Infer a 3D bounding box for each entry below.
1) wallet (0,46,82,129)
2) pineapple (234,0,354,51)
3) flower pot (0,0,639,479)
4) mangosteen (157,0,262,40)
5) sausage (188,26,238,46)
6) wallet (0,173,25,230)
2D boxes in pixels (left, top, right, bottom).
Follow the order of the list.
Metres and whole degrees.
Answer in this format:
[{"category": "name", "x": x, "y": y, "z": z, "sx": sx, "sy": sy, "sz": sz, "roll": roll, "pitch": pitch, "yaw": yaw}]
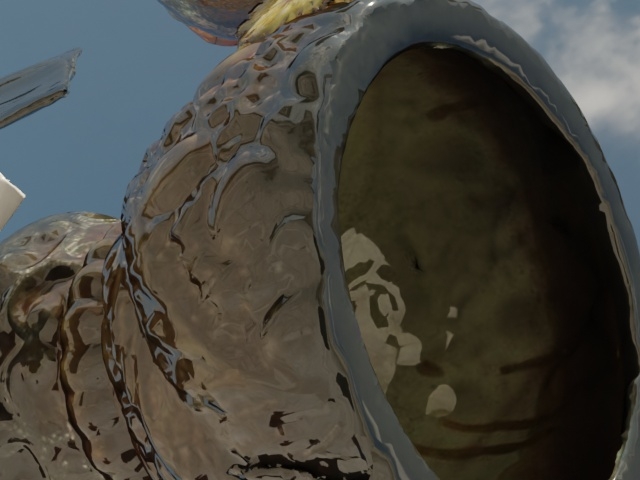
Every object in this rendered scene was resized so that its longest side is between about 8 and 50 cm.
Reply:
[{"category": "wallet", "x": -0.361, "y": -0.127, "z": 1.382, "sx": 0.247, "sy": 0.323, "sz": 0.041, "roll": -25, "pitch": -74, "yaw": 0}, {"category": "pineapple", "x": 0.035, "y": -0.151, "z": 1.044, "sx": 0.176, "sy": 0.161, "sz": 0.137, "roll": -41, "pitch": -70, "yaw": 0}, {"category": "flower pot", "x": -0.019, "y": 0.048, "z": 0.634, "sx": 0.267, "sy": 0.266, "sz": 0.267, "roll": -18, "pitch": -83, "yaw": 39}, {"category": "mangosteen", "x": -0.078, "y": -0.318, "z": 1.216, "sx": 0.300, "sy": 0.300, "sz": 0.300, "roll": 12, "pitch": -67, "yaw": 29}, {"category": "sausage", "x": 0.003, "y": -0.284, "z": 1.464, "sx": 0.330, "sy": 0.102, "sz": 0.102, "roll": -18, "pitch": -80, "yaw": -7}, {"category": "wallet", "x": -0.183, "y": 0.020, "z": 0.594, "sx": 0.061, "sy": 0.122, "sz": 0.025, "roll": 6, "pitch": -35, "yaw": 48}]
